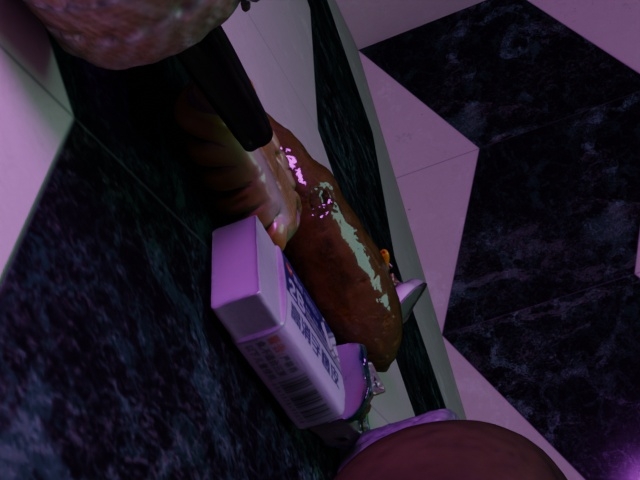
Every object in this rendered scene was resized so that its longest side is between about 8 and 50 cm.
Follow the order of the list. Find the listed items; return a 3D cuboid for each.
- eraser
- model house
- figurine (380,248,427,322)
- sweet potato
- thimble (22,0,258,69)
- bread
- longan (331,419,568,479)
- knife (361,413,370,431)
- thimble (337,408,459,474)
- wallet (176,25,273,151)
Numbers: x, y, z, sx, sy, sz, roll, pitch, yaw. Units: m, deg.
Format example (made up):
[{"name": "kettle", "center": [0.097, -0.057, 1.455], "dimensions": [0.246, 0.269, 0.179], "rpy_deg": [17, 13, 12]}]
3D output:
[{"name": "eraser", "center": [-0.045, 0.090, 0.913], "dimensions": [0.124, 0.068, 0.210], "rpy_deg": [-96, 162, -49]}, {"name": "model house", "center": [0.033, 0.196, 1.059], "dimensions": [0.100, 0.088, 0.100], "rpy_deg": [57, 21, -48]}, {"name": "figurine", "center": [0.069, 0.101, 1.437], "dimensions": [0.141, 0.166, 0.250], "rpy_deg": [37, -25, 13]}, {"name": "sweet potato", "center": [0.000, -0.002, 1.175], "dimensions": [0.422, 0.130, 0.130], "rpy_deg": [62, 12, -5]}, {"name": "thimble", "center": [-0.148, -0.250, 0.645], "dimensions": [0.148, 0.196, 0.229], "rpy_deg": [62, 11, -54]}, {"name": "bread", "center": [-0.087, -0.078, 0.959], "dimensions": [0.134, 0.081, 0.225], "rpy_deg": [-79, 150, -60]}, {"name": "longan", "center": [0.127, 0.315, 0.766], "dimensions": [0.319, 0.319, 0.319], "rpy_deg": [-19, 90, -79]}, {"name": "knife", "center": [0.072, 0.250, 1.327], "dimensions": [0.166, 0.023, 0.078], "rpy_deg": [-89, 164, -57]}, {"name": "thimble", "center": [0.129, 0.343, 1.104], "dimensions": [0.217, 0.157, 0.245], "rpy_deg": [-91, 158, -52]}, {"name": "wallet", "center": [-0.154, -0.263, 0.859], "dimensions": [0.377, 0.051, 0.197], "rpy_deg": [61, 3, 37]}]
